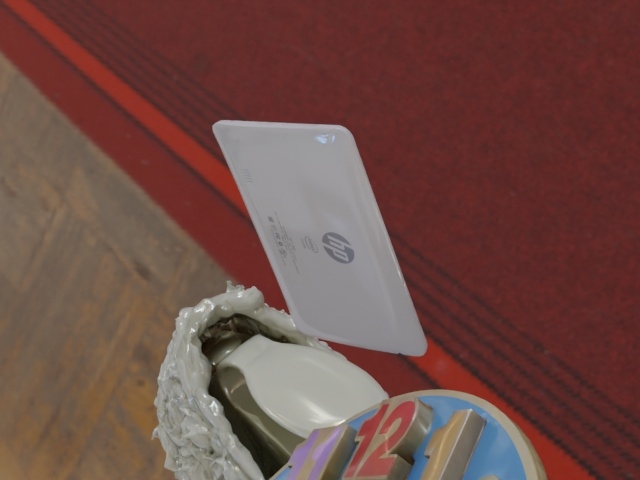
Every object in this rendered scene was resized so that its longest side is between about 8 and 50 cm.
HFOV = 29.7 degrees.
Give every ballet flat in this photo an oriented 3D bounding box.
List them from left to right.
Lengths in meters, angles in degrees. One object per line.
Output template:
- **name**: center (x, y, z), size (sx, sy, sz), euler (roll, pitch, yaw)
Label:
- **ballet flat**: center (0.054, 0.162, 0.597), size (0.409, 0.147, 0.147), euler (36, 104, 28)

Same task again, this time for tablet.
- **tablet**: center (0.000, 0.000, 0.370), size (0.054, 0.083, 0.006), euler (7, 41, 40)

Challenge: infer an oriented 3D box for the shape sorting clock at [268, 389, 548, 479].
- **shape sorting clock**: center (-0.011, 0.130, 0.371), size (0.206, 0.040, 0.206), euler (-41, 17, 15)
